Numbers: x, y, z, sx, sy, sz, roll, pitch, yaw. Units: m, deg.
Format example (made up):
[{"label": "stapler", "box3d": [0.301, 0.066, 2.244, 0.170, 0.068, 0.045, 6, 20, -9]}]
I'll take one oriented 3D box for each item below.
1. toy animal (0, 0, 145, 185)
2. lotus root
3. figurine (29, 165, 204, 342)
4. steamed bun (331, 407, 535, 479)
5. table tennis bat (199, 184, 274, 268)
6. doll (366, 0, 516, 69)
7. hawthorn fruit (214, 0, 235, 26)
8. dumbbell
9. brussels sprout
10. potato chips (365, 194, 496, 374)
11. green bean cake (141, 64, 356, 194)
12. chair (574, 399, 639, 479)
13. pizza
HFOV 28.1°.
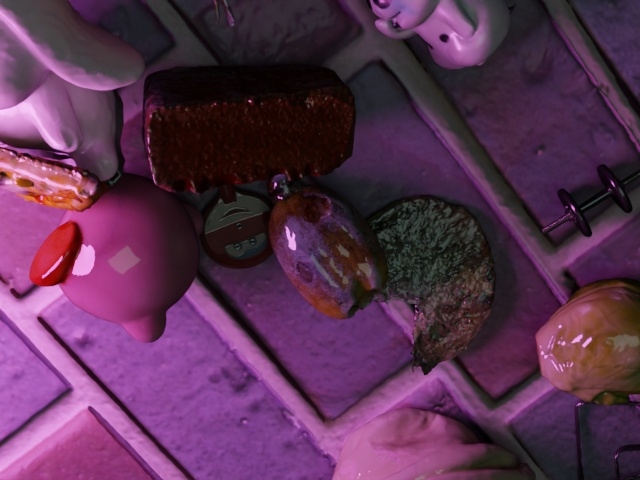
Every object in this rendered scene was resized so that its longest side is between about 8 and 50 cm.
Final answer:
[{"label": "toy animal", "box3d": [-0.303, -0.182, 1.290, 0.249, 0.289, 0.174, 15, 76, -3]}, {"label": "lotus root", "box3d": [0.000, 0.000, 1.493, 0.113, 0.088, 0.192, -36, 94, -2]}, {"label": "figurine", "box3d": [-0.216, 0.010, 1.428, 0.173, 0.173, 0.173, -3, 111, -8]}, {"label": "steamed bun", "box3d": [0.135, 0.369, 1.595, 0.268, 0.207, 0.280, 23, 104, -16]}, {"label": "table tennis bat", "box3d": [-0.103, -0.036, 1.507, 0.098, 0.019, 0.155, -18, 115, -2]}, {"label": "doll", "box3d": [0.123, -0.261, 1.405, 0.180, 0.110, 0.107, 27, 85, -20]}, {"label": "hawthorn fruit", "box3d": [-0.137, -0.355, 1.287, 0.211, 0.211, 0.299, -21, 121, -1]}, {"label": "dumbbell", "box3d": [0.330, -0.048, 1.539, 0.147, 0.069, 0.069, -32, 112, 5]}, {"label": "brussels sprout", "box3d": [0.360, 0.118, 1.580, 0.183, 0.131, 0.145, 4, 132, -11]}, {"label": "potato chips", "box3d": [0.123, 0.055, 1.569, 0.202, 0.029, 0.220, -32, 110, 1]}, {"label": "green bean cake", "box3d": [-0.078, -0.125, 1.382, 0.232, 0.198, 0.097, -3, 112, -12]}, {"label": "chair", "box3d": [0.460, 0.278, 1.648, 0.221, 0.140, 0.145, -10, 113, -7]}, {"label": "pizza", "box3d": [-0.307, -0.069, 1.303, 0.176, 0.184, 0.036, 25, 77, -41]}]
